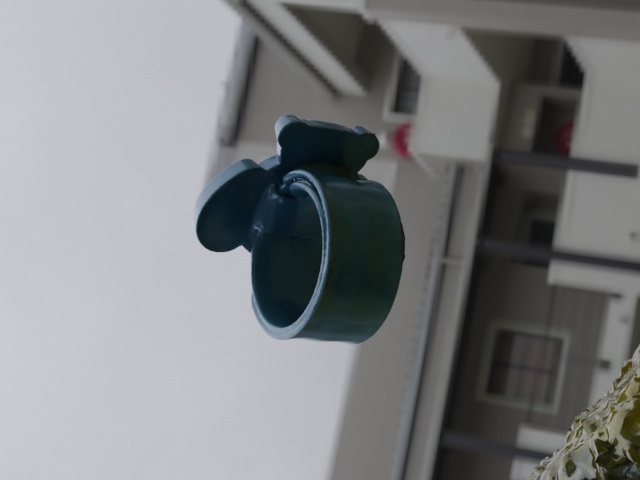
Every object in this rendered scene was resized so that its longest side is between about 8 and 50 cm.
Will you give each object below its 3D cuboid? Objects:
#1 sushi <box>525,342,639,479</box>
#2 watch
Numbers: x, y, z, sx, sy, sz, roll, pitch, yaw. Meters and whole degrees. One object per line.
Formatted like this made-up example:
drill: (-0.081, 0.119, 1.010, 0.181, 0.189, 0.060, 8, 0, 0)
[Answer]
sushi: (0.348, 0.243, 1.243, 0.240, 0.351, 0.396, -44, -9, -31)
watch: (0.000, 0.000, 1.555, 0.193, 0.211, 0.211, -119, 10, -45)
